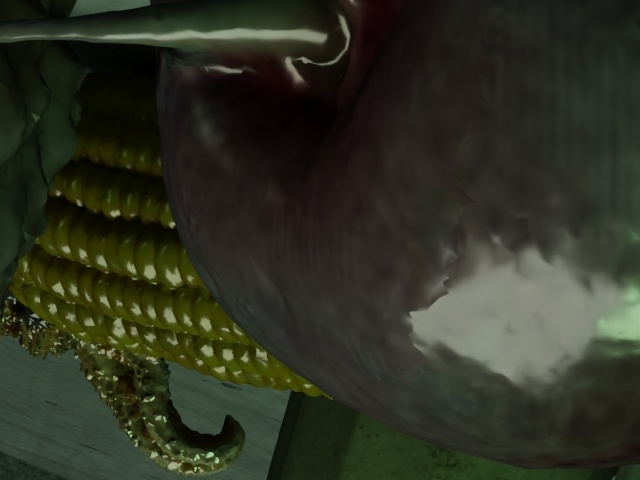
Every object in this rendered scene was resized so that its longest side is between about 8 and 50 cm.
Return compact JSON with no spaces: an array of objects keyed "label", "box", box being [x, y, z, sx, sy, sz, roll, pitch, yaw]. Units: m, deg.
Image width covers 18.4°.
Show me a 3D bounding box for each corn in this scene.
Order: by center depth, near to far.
[{"label":"corn","box":[0.000,0.000,0.831,0.344,0.131,0.131,8,160,37]}]

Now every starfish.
[{"label":"starfish","box":[-0.169,0.027,1.208,0.312,0.113,0.303,30,163,5]}]

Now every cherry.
[{"label":"cherry","box":[0.061,-0.035,0.514,0.266,0.183,0.213,5,-159,-39]}]

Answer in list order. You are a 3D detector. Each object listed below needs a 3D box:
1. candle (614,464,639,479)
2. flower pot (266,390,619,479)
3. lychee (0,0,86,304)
[{"label":"candle","box":[0.233,0.159,0.876,0.221,0.221,0.342,17,164,18]},{"label":"flower pot","box":[0.067,0.109,0.986,0.212,0.202,0.212,17,164,5]},{"label":"lychee","box":[-0.272,-0.045,0.581,0.432,0.380,0.380,46,159,-14]}]
